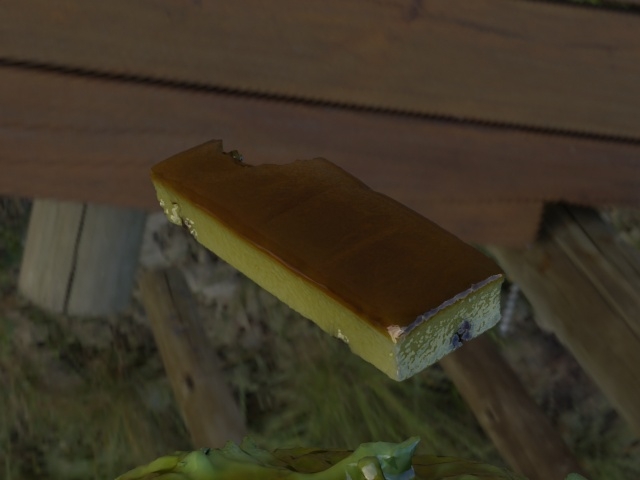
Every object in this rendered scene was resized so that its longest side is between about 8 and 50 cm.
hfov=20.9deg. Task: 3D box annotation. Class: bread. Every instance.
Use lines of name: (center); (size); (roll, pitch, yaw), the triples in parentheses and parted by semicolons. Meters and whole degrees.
bread: (0.000, 0.000, 1.025); (0.088, 0.226, 0.049); (-30, 135, -28)

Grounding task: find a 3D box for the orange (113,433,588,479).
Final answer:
orange: (0.010, 0.180, 0.535); (0.301, 0.223, 0.300); (6, 139, 20)
